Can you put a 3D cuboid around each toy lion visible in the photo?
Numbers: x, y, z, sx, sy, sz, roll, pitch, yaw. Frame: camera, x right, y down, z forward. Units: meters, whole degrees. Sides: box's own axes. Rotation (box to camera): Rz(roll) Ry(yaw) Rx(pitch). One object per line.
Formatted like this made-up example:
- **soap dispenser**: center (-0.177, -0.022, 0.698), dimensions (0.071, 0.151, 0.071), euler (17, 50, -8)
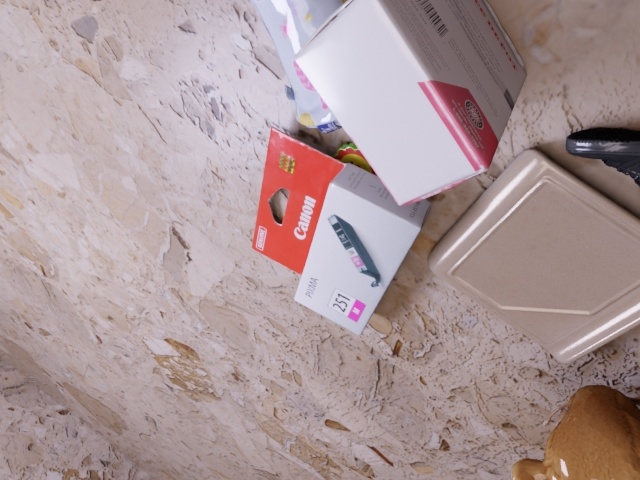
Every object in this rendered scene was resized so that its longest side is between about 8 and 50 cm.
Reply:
- **toy lion**: center (0.067, -0.095, 0.617), dimensions (0.100, 0.034, 0.096), euler (40, 140, -4)

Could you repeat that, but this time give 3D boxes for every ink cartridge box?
- **ink cartridge box**: center (0.000, 0.000, 0.683), dimensions (0.238, 0.060, 0.275), euler (27, 139, 7)
- **ink cartridge box**: center (0.098, -0.159, 0.422), dimensions (0.092, 0.218, 0.159), euler (-24, 109, 45)

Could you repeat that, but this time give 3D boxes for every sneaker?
- **sneaker**: center (0.342, -0.067, 0.470), dimensions (0.170, 0.051, 0.089), euler (4, 120, 22)

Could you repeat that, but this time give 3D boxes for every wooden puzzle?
- **wooden puzzle**: center (0.288, 0.028, 0.582), dimensions (0.238, 0.044, 0.221), euler (37, 133, 5)

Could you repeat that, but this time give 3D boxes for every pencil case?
- **pencil case**: center (-0.021, -0.258, 0.487), dimensions (0.124, 0.113, 0.273), euler (-1, 124, 45)

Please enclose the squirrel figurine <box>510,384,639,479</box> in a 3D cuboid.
- **squirrel figurine**: center (0.394, 0.384, 0.544), dimensions (0.280, 0.397, 0.370), euler (-16, 123, 41)
